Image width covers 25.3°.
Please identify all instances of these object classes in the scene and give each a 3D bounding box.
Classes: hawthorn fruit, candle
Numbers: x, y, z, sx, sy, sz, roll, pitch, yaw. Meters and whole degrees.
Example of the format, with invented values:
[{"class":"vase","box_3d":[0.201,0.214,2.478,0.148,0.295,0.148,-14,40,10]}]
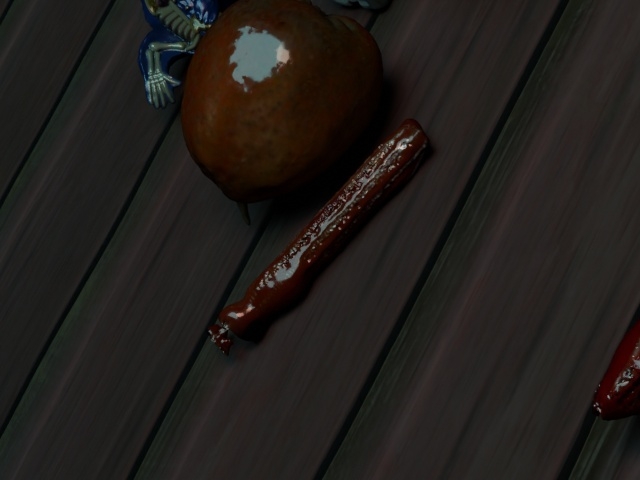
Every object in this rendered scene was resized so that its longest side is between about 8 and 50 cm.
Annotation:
[{"class":"hawthorn fruit","box_3d":[-0.052,-0.138,1.571,0.210,0.210,0.262,30,104,46]},{"class":"candle","box_3d":[0.000,0.000,1.543,0.051,0.048,0.329,44,98,4]}]

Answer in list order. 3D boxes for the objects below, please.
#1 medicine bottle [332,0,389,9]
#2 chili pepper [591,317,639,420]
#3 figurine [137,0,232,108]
[{"class":"medicine bottle","box_3d":[0.055,-0.378,1.667,0.094,0.119,0.188,17,77,42]},{"class":"chili pepper","box_3d":[0.366,0.009,1.187,0.387,0.110,0.110,-47,45,10]},{"class":"figurine","box_3d":[-0.161,-0.292,1.813,0.164,0.120,0.262,-34,65,29]}]
